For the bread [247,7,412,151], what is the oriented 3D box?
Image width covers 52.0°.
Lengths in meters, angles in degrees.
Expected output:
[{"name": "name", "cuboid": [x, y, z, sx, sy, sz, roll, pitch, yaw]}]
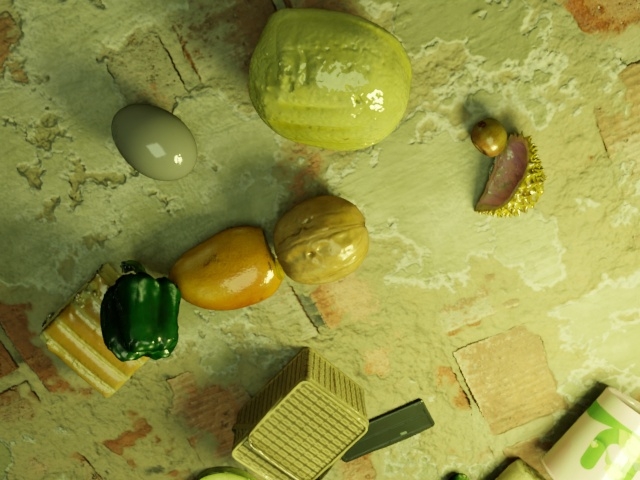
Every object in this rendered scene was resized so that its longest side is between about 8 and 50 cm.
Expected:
[{"name": "bread", "cuboid": [0.019, -0.311, 1.301, 0.320, 0.320, 0.237, 8, 87, -3]}]

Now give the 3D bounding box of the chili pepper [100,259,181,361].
[{"name": "chili pepper", "cuboid": [-0.402, 0.141, 1.468, 0.174, 0.261, 0.165, 0, 149, -24]}]

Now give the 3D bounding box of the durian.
[{"name": "durian", "cuboid": [0.434, -0.131, 1.475, 0.132, 0.165, 0.182, 33, 84, 20]}]

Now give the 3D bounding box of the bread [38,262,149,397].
[{"name": "bread", "cuboid": [-0.522, 0.213, 1.597, 0.246, 0.111, 0.239, 43, 102, -12]}]

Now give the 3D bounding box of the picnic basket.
[{"name": "picnic basket", "cuboid": [-0.056, 0.469, 1.659, 0.228, 0.175, 0.313, 40, 106, -14]}]

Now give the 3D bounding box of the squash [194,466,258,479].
[{"name": "squash", "cuboid": [-0.261, 0.726, 1.833, 0.219, 0.041, 0.219, 0, 106, -1]}]

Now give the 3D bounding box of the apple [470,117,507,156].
[{"name": "apple", "cuboid": [0.374, -0.229, 1.449, 0.071, 0.084, 0.084, -43, 105, 6]}]

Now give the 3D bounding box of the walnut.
[{"name": "walnut", "cuboid": [0.000, 0.000, 1.483, 0.222, 0.195, 0.195, -23, 109, 16]}]

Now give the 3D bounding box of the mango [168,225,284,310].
[{"name": "mango", "cuboid": [-0.228, 0.079, 1.534, 0.257, 0.138, 0.187, -24, 97, 2]}]

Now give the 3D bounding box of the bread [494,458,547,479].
[{"name": "bread", "cuboid": [0.539, 0.680, 1.762, 0.148, 0.134, 0.141, 36, 103, -25]}]

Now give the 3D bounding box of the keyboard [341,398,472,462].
[{"name": "keyboard", "cuboid": [0.213, 0.491, 1.747, 0.381, 0.041, 0.103, -23, 110, 15]}]

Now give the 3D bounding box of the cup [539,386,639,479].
[{"name": "cup", "cuboid": [0.738, 0.534, 1.663, 0.253, 0.253, 0.274, 30, 100, -11]}]

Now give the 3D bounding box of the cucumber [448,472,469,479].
[{"name": "cucumber", "cuboid": [0.350, 0.743, 1.819, 0.074, 0.074, 0.241, 15, 108, -6]}]

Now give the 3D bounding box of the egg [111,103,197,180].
[{"name": "egg", "cuboid": [-0.358, -0.213, 1.418, 0.199, 0.146, 0.146, 41, 105, -5]}]
